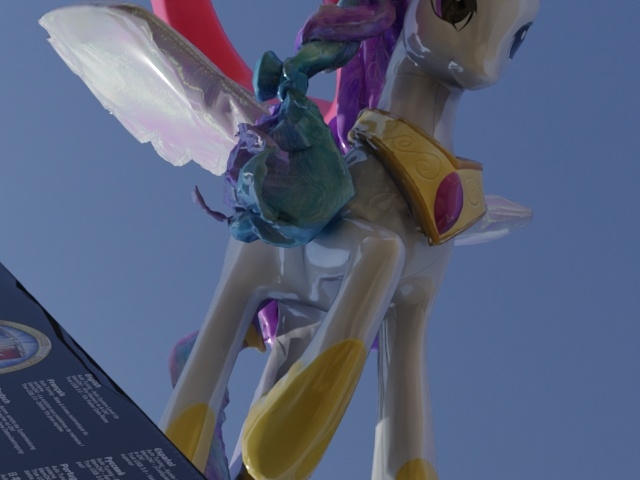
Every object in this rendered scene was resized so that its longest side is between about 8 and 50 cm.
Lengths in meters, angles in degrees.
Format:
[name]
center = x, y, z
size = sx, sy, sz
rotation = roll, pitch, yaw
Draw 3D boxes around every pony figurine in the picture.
[pony figurine]
center = 0.000, 0.000, 0.767
size = 0.303, 0.351, 0.363
rotation = 24, -108, -24

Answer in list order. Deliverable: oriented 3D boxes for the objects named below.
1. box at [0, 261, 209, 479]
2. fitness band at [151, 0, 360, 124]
[box]
center = -0.084, 0.145, 0.422
size = 0.060, 0.270, 0.216
rotation = -5, -70, -29
[fitness band]
center = -0.038, -0.155, 0.919
size = 0.054, 0.209, 0.291
rotation = -25, -157, -22
